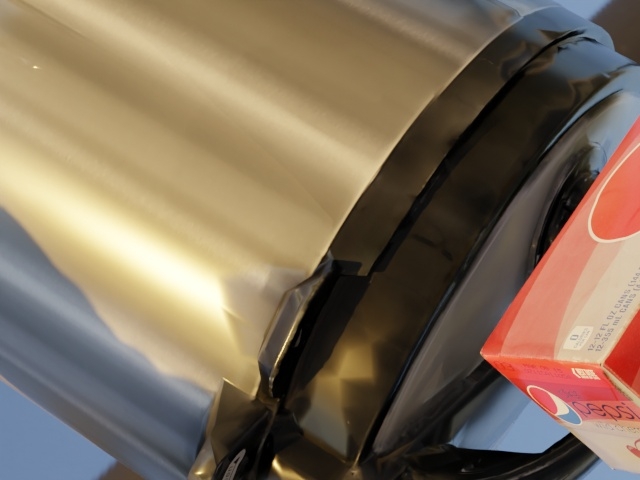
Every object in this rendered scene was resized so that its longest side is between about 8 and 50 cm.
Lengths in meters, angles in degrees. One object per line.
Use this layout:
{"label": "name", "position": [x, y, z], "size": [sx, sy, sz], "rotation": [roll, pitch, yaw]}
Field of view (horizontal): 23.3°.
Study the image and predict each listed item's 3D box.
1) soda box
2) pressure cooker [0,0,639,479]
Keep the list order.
{"label": "soda box", "position": [0.180, -0.034, 0.610], "size": [0.083, 0.092, 0.263], "rotation": [40, -106, -17]}
{"label": "pressure cooker", "position": [0.000, -0.003, 0.913], "size": [0.370, 0.420, 0.375], "rotation": [-60, -19, -2]}
